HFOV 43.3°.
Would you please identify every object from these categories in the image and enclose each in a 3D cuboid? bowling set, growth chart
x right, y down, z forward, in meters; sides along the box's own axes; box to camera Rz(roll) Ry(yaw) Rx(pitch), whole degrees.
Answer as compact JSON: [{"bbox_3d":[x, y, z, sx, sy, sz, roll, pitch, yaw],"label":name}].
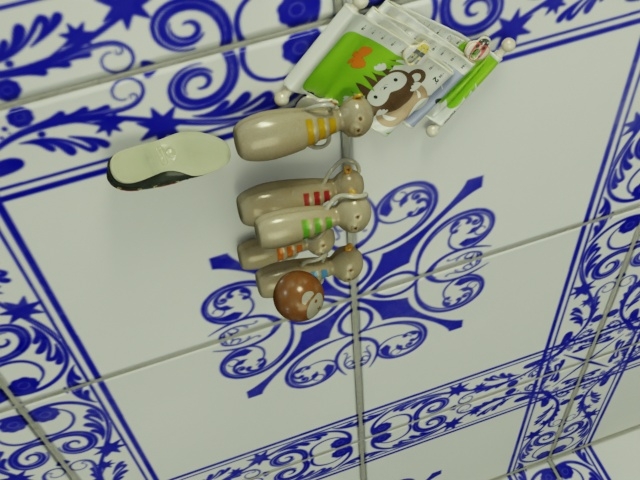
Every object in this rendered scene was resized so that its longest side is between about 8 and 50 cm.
[{"bbox_3d":[0.000,0.000,0.903,0.154,0.200,0.287,-13,150,-13],"label":"bowling set"},{"bbox_3d":[0.079,-0.180,0.879,0.237,0.021,0.172,8,134,-34],"label":"growth chart"}]

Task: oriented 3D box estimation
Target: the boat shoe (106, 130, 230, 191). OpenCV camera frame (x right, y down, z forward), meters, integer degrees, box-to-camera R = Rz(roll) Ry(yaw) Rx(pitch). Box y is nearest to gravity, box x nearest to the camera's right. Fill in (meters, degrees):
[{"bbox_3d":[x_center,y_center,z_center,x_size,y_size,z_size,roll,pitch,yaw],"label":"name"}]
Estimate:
[{"bbox_3d":[-0.161,-0.083,0.851,0.133,0.049,0.042,-15,176,-26],"label":"boat shoe"}]
